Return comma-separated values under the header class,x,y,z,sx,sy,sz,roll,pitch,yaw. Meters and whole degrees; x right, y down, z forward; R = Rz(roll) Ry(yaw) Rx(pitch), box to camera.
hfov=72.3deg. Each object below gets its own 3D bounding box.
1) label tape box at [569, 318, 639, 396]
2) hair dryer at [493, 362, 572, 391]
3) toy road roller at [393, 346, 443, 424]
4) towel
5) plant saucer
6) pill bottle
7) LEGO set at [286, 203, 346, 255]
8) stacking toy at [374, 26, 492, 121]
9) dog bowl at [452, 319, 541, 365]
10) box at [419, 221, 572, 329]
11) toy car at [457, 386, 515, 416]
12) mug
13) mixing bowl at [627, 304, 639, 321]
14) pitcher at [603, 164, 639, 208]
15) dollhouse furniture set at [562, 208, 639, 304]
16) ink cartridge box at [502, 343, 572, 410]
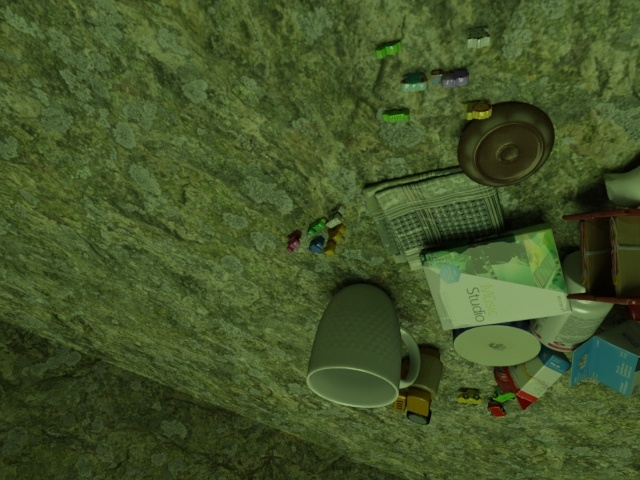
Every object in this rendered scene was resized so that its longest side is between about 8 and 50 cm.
class,x,y,z,sx,sy,sz,roll,pitch,yaw
label tape box,0.898,0.324,1.238,0.348,0.115,0.249,-28,132,0
hair dryer,0.754,0.502,1.614,0.224,0.080,0.293,22,139,-9
toy road roller,0.333,0.555,1.709,0.241,0.202,0.329,13,142,18
towel,0.301,-0.045,1.141,0.324,0.056,0.312,-9,134,25
plant saucer,0.397,-0.191,0.933,0.199,0.036,0.198,3,129,4
pill bottle,0.690,0.168,1.193,0.160,0.160,0.283,4,139,11
LEGO set,0.000,0.000,1.245,0.087,0.093,0.227,38,134,-26
stacking toy,0.223,-0.312,0.862,0.221,0.052,0.167,-1,137,17
dog bowl,0.565,0.300,1.421,0.265,0.104,0.265,8,139,7
box,0.443,0.101,1.125,0.322,0.058,0.232,-15,105,25
toy car,0.719,0.648,1.812,0.239,0.053,0.225,23,138,-12
mug,0.161,0.335,1.401,0.374,0.328,0.276,27,138,-15
mixing bowl,0.871,0.131,1.121,0.181,0.181,0.098,-25,82,36
pitcher,0.731,-0.127,0.894,0.178,0.125,0.207,13,155,-31
dollhouse furniture set,0.760,0.036,0.995,0.374,0.201,0.152,0,178,-17
ink cartridge box,0.692,0.429,1.444,0.078,0.134,0.231,26,112,-10
